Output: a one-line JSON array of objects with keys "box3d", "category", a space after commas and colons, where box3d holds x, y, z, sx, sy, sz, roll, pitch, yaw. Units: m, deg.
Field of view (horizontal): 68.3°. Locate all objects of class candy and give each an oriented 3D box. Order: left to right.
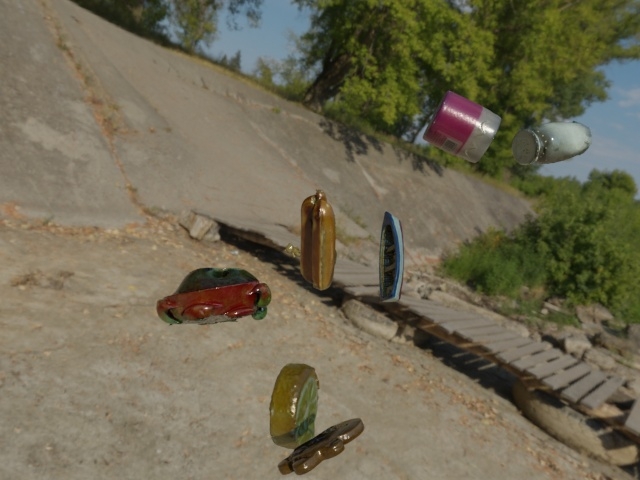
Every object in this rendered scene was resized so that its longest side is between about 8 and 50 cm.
[{"box3d": [-0.077, 0.510, 1.462, 0.117, 0.260, 0.260, 2, 8, 13], "category": "candy"}]

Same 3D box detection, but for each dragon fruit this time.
[{"box3d": [-0.256, 0.145, 1.170, 0.268, 0.130, 0.295, -20, -17, 35], "category": "dragon fruit"}]

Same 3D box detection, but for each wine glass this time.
[{"box3d": [0.634, -0.268, 1.296, 0.204, 0.111, 0.111, -13, 23, -18], "category": "wine glass"}]

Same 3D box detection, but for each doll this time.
[{"box3d": [-0.131, 0.054, 2.355, 0.093, 0.062, 0.051, 25, 2, 37], "category": "doll"}]

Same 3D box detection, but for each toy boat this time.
[{"box3d": [0.174, 0.037, 1.152, 0.045, 0.229, 0.080, 14, -26, -21], "category": "toy boat"}]

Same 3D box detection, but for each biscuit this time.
[{"box3d": [0.007, 0.490, 1.139, 0.236, 0.180, 0.039, -15, 77, -43], "category": "biscuit"}]

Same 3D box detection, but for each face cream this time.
[{"box3d": [0.457, -0.367, 1.536, 0.194, 0.175, 0.175, 27, 12, 1], "category": "face cream"}]

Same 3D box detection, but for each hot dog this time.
[{"box3d": [0.000, 0.000, 1.478, 0.100, 0.338, 0.135, -17, 35, -27], "category": "hot dog"}]
